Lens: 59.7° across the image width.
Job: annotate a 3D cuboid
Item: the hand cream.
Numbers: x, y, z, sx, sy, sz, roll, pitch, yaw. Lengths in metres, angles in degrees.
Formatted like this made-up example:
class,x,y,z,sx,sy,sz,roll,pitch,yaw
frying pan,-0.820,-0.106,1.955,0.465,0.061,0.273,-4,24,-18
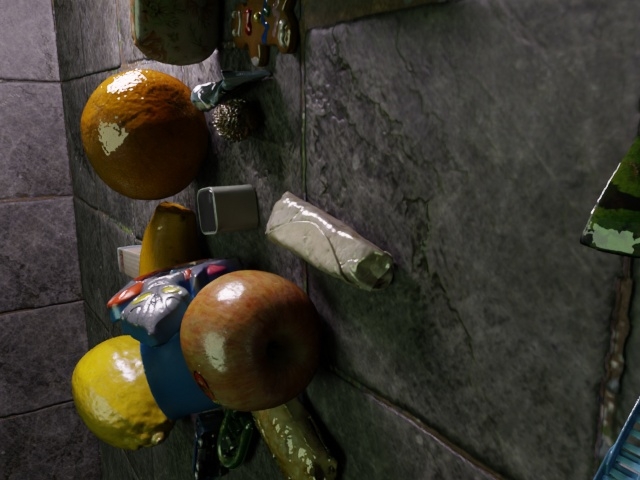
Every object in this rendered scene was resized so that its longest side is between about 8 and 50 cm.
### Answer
class,x,y,z,sx,sy,sz,roll,pitch,yaw
hand cream,-0.175,-0.270,0.978,0.052,0.075,0.248,58,158,-17

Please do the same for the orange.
class,x,y,z,sx,sy,sz,roll,pitch,yaw
orange,-0.350,-0.206,1.123,0.264,0.264,0.264,19,113,54

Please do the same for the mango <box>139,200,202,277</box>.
class,x,y,z,sx,sy,sz,roll,pitch,yaw
mango,-0.323,0.089,1.237,0.187,0.144,0.359,-23,72,45

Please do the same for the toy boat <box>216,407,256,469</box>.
class,x,y,z,sx,sy,sz,roll,pitch,yaw
toy boat,-0.177,0.401,1.160,0.104,0.052,0.210,52,136,34

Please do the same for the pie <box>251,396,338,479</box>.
class,x,y,z,sx,sy,sz,roll,pitch,yaw
pie,-0.066,0.313,0.956,0.282,0.068,0.128,43,131,50

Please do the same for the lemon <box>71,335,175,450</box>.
class,x,y,z,sx,sy,sz,roll,pitch,yaw
lemon,-0.501,0.396,1.475,0.316,0.285,0.285,3,101,25

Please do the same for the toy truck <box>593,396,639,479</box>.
class,x,y,z,sx,sy,sz,roll,pitch,yaw
toy truck,0.252,0.190,0.443,0.063,0.074,0.136,19,72,53

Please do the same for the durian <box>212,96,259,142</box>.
class,x,y,z,sx,sy,sz,roll,pitch,yaw
durian,-0.147,-0.202,0.944,0.091,0.080,0.080,-2,96,35

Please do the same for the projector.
class,x,y,z,sx,sy,sz,roll,pitch,yaw
projector,-0.169,-0.056,1.010,0.083,0.082,0.083,0,97,57

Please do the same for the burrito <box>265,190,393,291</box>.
class,x,y,z,sx,sy,sz,roll,pitch,yaw
burrito,0.000,0.000,0.784,0.275,0.059,0.082,32,109,50

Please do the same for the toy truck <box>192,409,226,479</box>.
class,x,y,z,sx,sy,sz,roll,pitch,yaw
toy truck,-0.257,0.486,1.295,0.088,0.074,0.201,-128,41,-51

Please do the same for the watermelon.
class,x,y,z,sx,sy,sz,roll,pitch,yaw
watermelon,0.238,-0.026,0.387,0.094,0.135,0.125,61,-174,-75

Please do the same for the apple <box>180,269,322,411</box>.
class,x,y,z,sx,sy,sz,roll,pitch,yaw
apple,-0.104,0.149,0.845,0.188,0.211,0.211,-1,96,50

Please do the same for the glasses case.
class,x,y,z,sx,sy,sz,roll,pitch,yaw
glasses case,-0.252,-0.523,0.960,0.098,0.157,0.425,-141,51,-57

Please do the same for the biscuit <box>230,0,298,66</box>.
class,x,y,z,sx,sy,sz,roll,pitch,yaw
biscuit,-0.097,-0.347,0.882,0.205,0.031,0.138,21,115,55

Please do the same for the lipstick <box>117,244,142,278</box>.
class,x,y,z,sx,sy,sz,roll,pitch,yaw
lipstick,-0.463,0.066,1.502,0.371,0.076,0.079,8,102,57

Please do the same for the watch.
class,x,y,z,sx,sy,sz,roll,pitch,yaw
watch,-0.228,0.185,0.994,0.305,0.241,0.274,-100,-4,-78
